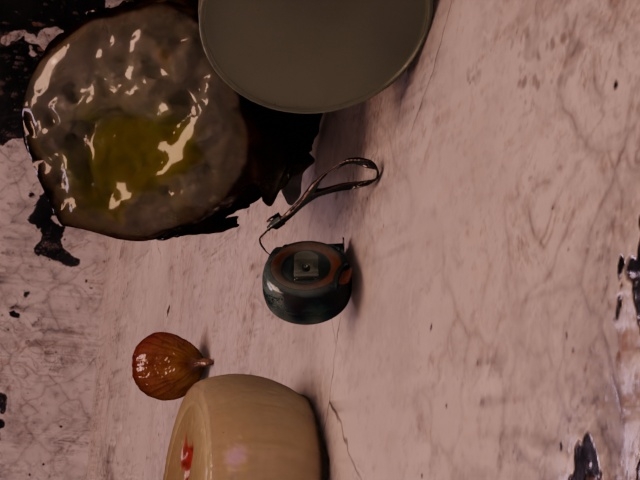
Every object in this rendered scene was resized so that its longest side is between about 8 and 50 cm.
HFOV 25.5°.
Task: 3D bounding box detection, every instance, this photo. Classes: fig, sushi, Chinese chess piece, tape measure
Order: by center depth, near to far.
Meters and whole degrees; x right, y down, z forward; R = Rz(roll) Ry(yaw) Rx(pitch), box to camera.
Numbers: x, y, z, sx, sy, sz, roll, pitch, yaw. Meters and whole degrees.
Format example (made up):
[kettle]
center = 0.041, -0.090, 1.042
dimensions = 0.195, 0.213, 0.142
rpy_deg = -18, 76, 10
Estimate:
[tape measure]
center = -0.004, -0.001, 1.492
dimensions = 0.107, 0.104, 0.180
rpy_deg = -96, 18, -50
[sushi]
center = -0.156, -0.155, 1.640
dimensions = 0.294, 0.299, 0.281
rpy_deg = -48, -41, -70
[Chinese chess piece]
center = -0.098, 0.324, 1.644
dimensions = 0.338, 0.140, 0.338
rpy_deg = -174, 90, -74
[fig]
center = -0.238, 0.190, 2.288
dimensions = 0.153, 0.119, 0.119
rpy_deg = -47, 36, 39

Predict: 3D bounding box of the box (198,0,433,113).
[box]
center = -0.013, -0.259, 1.401
dimensions = 0.149, 0.226, 0.226
rpy_deg = -101, 23, -49
